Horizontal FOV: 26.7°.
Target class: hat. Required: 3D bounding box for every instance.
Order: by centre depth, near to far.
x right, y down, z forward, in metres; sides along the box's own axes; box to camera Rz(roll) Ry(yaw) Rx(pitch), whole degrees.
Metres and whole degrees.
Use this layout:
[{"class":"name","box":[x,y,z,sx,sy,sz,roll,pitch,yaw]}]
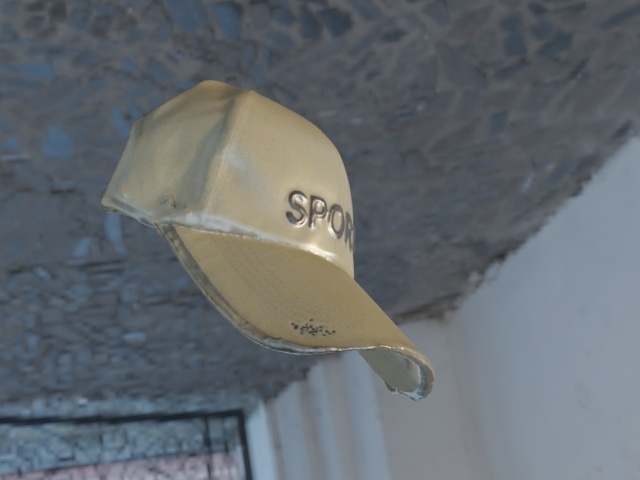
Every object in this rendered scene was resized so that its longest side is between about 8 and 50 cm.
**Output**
[{"class":"hat","box":[0.000,0.000,0.631,0.147,0.175,0.085,25,101,-46]}]
